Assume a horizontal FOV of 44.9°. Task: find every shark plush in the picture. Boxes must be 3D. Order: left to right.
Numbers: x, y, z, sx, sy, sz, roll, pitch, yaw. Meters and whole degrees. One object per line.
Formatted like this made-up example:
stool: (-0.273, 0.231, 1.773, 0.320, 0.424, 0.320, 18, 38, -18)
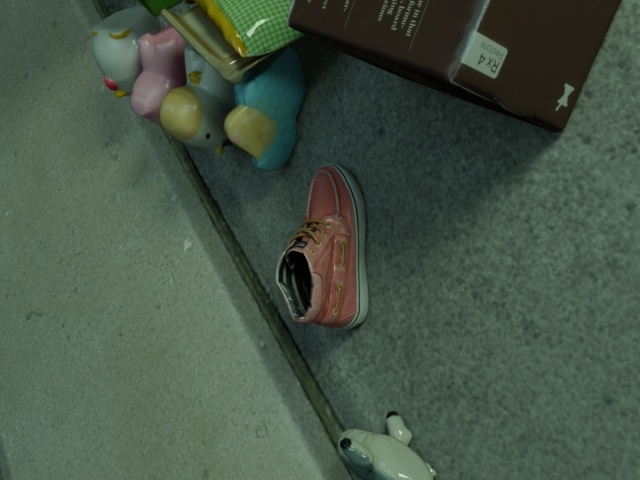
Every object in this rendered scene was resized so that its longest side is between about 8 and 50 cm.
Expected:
shark plush: (0.081, 0.226, 0.708, 0.161, 0.073, 0.067, 34, 128, 20)

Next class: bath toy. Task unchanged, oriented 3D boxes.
bath toy: (-0.167, -0.192, 0.954, 0.151, 0.129, 0.348, -40, 44, -23)

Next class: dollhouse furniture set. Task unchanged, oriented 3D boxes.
dollhouse furniture set: (-0.110, -0.327, 0.833, 0.197, 0.151, 0.301, -35, 49, -8)

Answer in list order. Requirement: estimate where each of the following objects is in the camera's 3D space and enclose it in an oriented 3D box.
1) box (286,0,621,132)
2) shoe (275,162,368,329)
box: (0.115, -0.212, 0.645, 0.203, 0.168, 0.167, 32, 104, 42)
shoe: (0.000, 0.000, 0.781, 0.063, 0.081, 0.178, -18, 71, 41)
